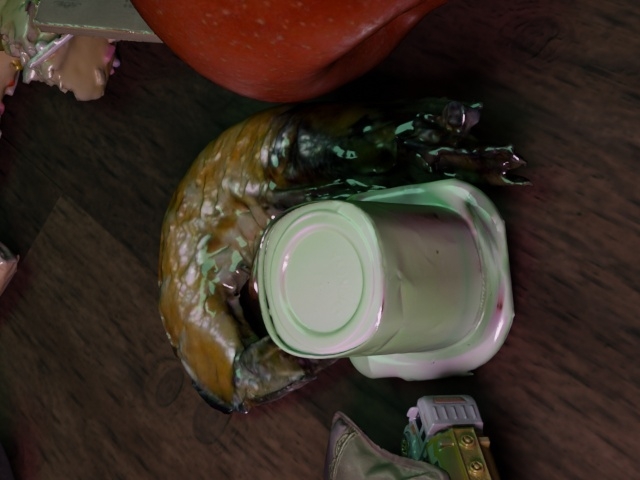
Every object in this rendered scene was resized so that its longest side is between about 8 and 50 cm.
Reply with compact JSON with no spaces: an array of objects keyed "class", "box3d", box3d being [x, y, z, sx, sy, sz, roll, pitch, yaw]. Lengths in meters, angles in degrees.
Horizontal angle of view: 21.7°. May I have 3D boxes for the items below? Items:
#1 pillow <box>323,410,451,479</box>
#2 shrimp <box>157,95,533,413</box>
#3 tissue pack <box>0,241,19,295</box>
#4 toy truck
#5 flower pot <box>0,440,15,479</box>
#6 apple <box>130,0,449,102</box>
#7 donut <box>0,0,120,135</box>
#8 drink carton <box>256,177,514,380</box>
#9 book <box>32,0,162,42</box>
[{"class":"pillow","box3d":[0.044,0.198,1.140,0.233,0.038,0.130,-157,70,-70]},{"class":"shrimp","box3d":[0.000,0.000,1.365,0.445,0.085,0.272,-14,63,47]},{"class":"tissue pack","box3d":[-0.456,0.056,1.826,0.222,0.186,0.090,-55,-3,11]},{"class":"toy truck","box3d":[0.094,0.158,1.133,0.123,0.052,0.062,-106,21,-46]},{"class":"flower pot","box3d":[-0.490,0.301,1.615,0.251,0.379,0.379,134,148,-58]},{"class":"apple","box3d":[-0.012,-0.278,1.369,0.348,0.348,0.277,-38,83,30]},{"class":"donut","box3d":[-0.371,-0.209,1.920,0.371,0.150,0.307,-36,43,31]},{"class":"drink carton","box3d":[0.040,0.028,1.186,0.144,0.142,0.146,-8,83,33]},{"class":"book","box3d":[-0.164,-0.331,1.747,0.215,0.025,0.282,6,65,12]}]
